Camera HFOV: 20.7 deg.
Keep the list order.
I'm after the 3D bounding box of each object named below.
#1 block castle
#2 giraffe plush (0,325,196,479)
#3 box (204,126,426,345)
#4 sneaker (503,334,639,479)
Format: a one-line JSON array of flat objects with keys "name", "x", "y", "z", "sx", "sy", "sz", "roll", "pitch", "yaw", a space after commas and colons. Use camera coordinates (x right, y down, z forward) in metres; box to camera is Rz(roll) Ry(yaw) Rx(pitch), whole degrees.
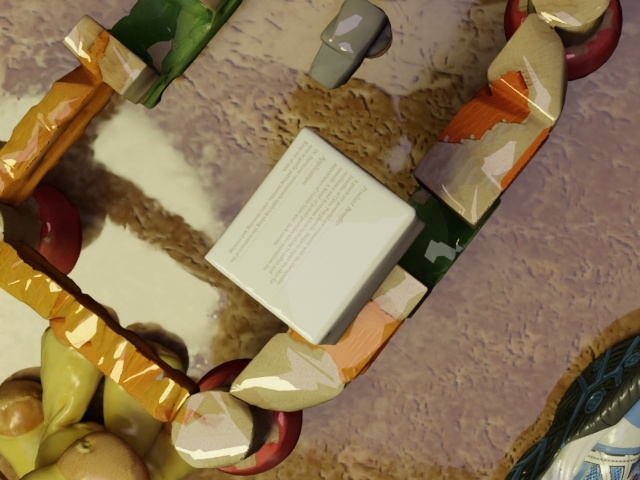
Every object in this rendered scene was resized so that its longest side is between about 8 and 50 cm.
[{"name": "block castle", "x": -0.021, "y": -0.080, "z": 1.229, "sx": 0.303, "sy": 0.213, "sz": 0.453, "roll": 39, "pitch": 92, "yaw": 6}, {"name": "giraffe plush", "x": -0.179, "y": 0.180, "z": 1.296, "sx": 0.181, "sy": 0.170, "sz": 0.210, "roll": 23, "pitch": 100, "yaw": -3}, {"name": "box", "x": 0.000, "y": 0.000, "z": 1.066, "sx": 0.087, "sy": 0.102, "sz": 0.101, "roll": 37, "pitch": 92, "yaw": 9}, {"name": "sneaker", "x": 0.216, "y": 0.160, "z": 1.337, "sx": 0.081, "sy": 0.080, "sz": 0.211, "roll": 32, "pitch": 109, "yaw": -11}]
